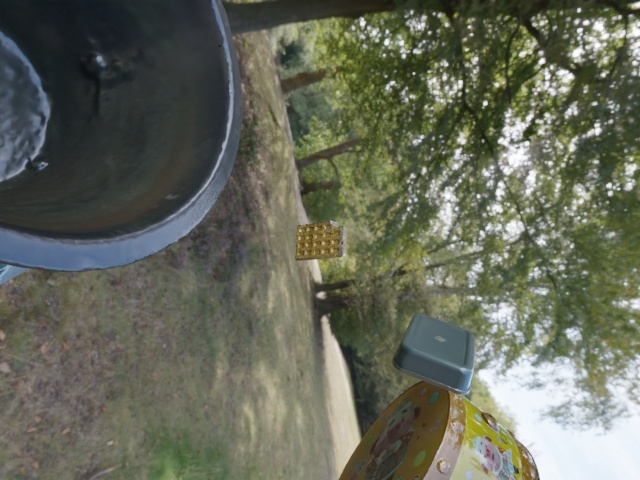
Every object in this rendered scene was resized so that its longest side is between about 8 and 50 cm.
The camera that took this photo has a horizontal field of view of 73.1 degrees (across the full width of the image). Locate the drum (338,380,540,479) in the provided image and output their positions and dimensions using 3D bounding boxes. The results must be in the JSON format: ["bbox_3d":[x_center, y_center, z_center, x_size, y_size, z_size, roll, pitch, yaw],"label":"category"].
[{"bbox_3d":[0.209,0.515,0.889,0.214,0.431,0.431,40,1,2],"label":"drum"}]

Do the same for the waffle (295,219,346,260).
[{"bbox_3d":[0.000,0.000,0.981,0.021,0.135,0.092,24,63,-52],"label":"waffle"}]

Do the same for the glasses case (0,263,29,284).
[{"bbox_3d":[-0.545,-0.024,0.606,0.105,0.266,0.056,-95,-152,-75],"label":"glasses case"}]

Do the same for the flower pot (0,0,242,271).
[{"bbox_3d":[-0.275,-0.147,0.380,0.379,0.251,0.378,21,66,-57],"label":"flower pot"}]

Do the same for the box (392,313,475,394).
[{"bbox_3d":[0.144,0.132,0.530,0.126,0.091,0.031,-27,132,-65],"label":"box"}]
